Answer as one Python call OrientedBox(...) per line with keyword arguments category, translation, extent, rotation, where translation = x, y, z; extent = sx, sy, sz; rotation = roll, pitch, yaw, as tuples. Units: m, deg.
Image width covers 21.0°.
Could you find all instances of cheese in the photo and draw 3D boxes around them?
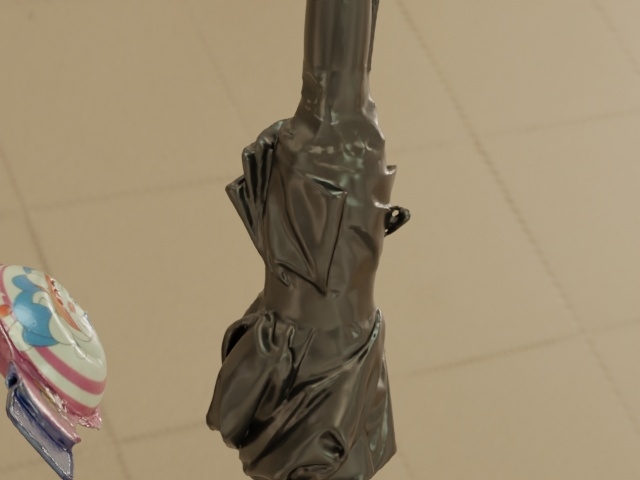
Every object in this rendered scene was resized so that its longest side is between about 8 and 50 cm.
OrientedBox(category="cheese", translation=(-0.207, 0.092, 1.289), extent=(0.155, 0.062, 0.244), rotation=(53, 8, -24))

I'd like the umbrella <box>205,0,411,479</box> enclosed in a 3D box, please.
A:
OrientedBox(category="umbrella", translation=(0.000, 0.000, 0.975), extent=(0.118, 0.340, 0.118), rotation=(5, 28, -3))
